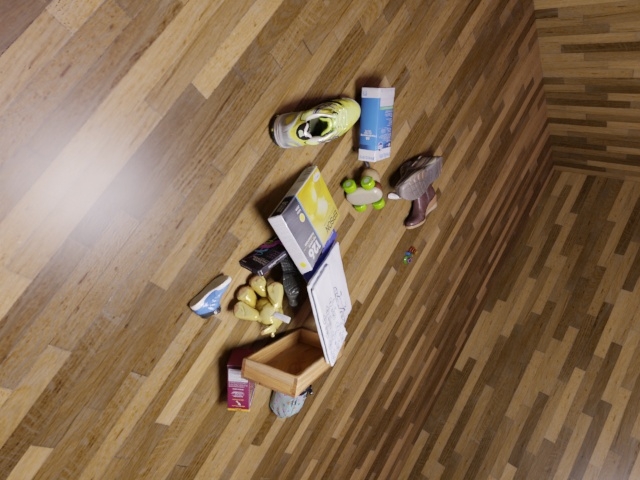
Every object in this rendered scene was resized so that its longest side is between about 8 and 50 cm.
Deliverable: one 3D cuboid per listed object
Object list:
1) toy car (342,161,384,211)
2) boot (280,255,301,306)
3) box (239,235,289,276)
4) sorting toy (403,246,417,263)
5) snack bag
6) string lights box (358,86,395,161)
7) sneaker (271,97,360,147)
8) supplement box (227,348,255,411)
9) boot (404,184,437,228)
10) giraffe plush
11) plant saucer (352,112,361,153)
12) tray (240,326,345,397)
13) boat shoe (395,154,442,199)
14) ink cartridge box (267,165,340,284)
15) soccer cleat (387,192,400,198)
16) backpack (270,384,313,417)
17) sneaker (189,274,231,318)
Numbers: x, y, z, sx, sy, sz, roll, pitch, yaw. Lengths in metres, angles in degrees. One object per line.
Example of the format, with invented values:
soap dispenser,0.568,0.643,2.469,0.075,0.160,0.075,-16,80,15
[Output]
toy car,0.183,-0.239,1.646,0.155,0.148,0.189,52,39,-48
boot,-0.110,0.107,1.478,0.161,0.083,0.247,100,-11,-66
box,-0.178,0.049,1.363,0.162,0.116,0.029,-40,129,-28
sorting toy,0.470,0.080,2.108,0.061,0.042,0.102,37,79,-47
snack bag,0.050,0.217,1.476,0.343,0.037,0.324,-55,136,-59
string lights box,0.211,-0.437,1.530,0.133,0.076,0.260,-28,125,-51
sneaker,0.020,-0.387,1.368,0.384,0.147,0.145,-33,125,-36
supplement box,-0.278,0.489,1.431,0.104,0.080,0.189,-85,179,-71
boot,0.467,-0.198,1.983,0.248,0.090,0.207,-41,120,-26
giraffe plush,-0.183,0.243,1.417,0.181,0.210,0.171,-47,162,-16
plant saucer,0.205,-0.432,1.627,0.198,0.036,0.199,-21,121,-39
tray,-0.081,0.419,1.450,0.410,0.202,0.076,-9,109,-66
boat shoe,0.427,-0.289,1.851,0.355,0.130,0.133,-35,132,-39
ink cartridge box,-0.025,-0.049,1.408,0.307,0.072,0.304,59,38,-28
soccer cleat,0.340,-0.202,1.861,0.083,0.035,0.029,-3,108,-46
backpack,-0.126,0.623,1.647,0.115,0.152,0.182,0,119,-41
sneaker,-0.333,0.184,1.296,0.152,0.058,0.085,-44,127,-20
